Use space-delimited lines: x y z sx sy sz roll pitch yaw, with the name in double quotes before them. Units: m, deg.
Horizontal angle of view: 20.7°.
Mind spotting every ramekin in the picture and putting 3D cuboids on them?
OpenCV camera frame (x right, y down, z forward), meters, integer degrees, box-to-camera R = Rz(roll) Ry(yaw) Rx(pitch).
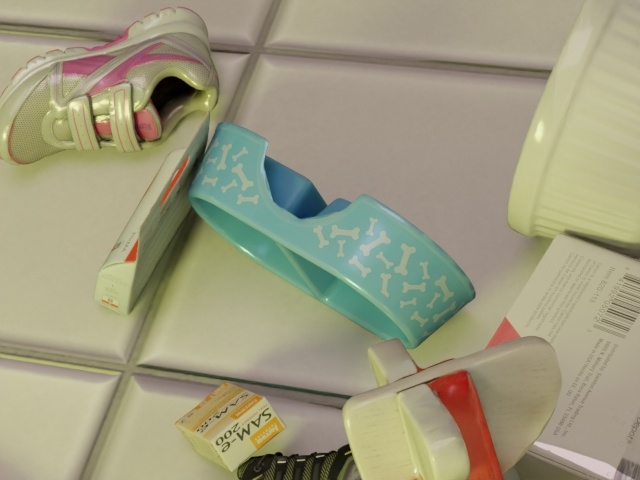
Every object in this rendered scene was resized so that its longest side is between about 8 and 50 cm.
"ramekin" 0.275 -0.108 1.534 0.127 0.273 0.273 24 62 14

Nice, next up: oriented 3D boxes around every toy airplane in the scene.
"toy airplane" 0.136 0.246 1.213 0.272 0.384 0.386 2 59 -10

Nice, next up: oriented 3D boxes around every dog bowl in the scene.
"dog bowl" 0.000 0.000 1.580 0.297 0.166 0.074 30 76 30

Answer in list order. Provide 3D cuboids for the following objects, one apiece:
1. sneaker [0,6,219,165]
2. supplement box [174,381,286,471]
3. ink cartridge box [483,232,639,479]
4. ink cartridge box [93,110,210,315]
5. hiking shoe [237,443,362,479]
"sneaker" -0.212 -0.140 1.767 0.252 0.103 0.111 -28 51 -7
"supplement box" -0.079 0.159 1.519 0.062 0.036 0.098 -39 17 -17
"ink cartridge box" 0.275 0.143 1.426 0.283 0.117 0.207 22 61 27
"ink cartridge box" -0.158 -0.029 1.623 0.045 0.179 0.145 25 61 6
"hiking shoe" -0.013 0.204 1.470 0.227 0.086 0.114 -38 58 -15
